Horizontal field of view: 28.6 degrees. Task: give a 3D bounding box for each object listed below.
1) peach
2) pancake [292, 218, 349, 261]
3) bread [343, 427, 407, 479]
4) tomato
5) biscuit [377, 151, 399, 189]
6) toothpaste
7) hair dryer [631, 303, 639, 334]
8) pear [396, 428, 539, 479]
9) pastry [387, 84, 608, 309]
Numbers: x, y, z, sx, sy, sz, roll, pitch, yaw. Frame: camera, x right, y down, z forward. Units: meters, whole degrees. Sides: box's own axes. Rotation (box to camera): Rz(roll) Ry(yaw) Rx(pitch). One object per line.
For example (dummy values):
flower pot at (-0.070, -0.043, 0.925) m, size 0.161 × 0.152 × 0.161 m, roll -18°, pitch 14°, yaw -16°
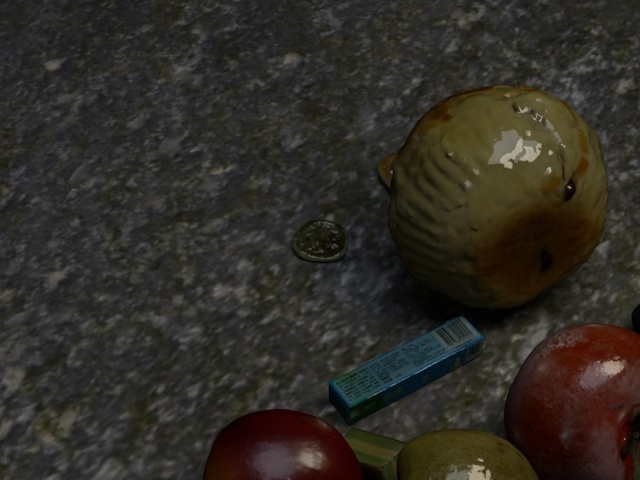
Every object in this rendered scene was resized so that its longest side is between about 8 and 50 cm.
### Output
peach at (-0.054, 0.351, 1.772) m, size 0.244 × 0.199 × 0.243 m, roll 3°, pitch 54°, yaw -5°
pancake at (0.000, -0.001, 2.244) m, size 0.108 × 0.017 × 0.108 m, roll 3°, pitch 48°, yaw -3°
bread at (0.082, 0.346, 1.908) m, size 0.074 × 0.084 × 0.139 m, roll -37°, pitch 26°, yaw -31°
tomato at (0.390, 0.251, 1.838) m, size 0.270 × 0.270 × 0.227 m, roll -32°, pitch 33°, yaw -28°
biscuit at (0.199, -0.088, 2.324) m, size 0.118 × 0.029 × 0.247 m, roll -21°, pitch 50°, yaw -21°
toothpaste at (0.140, 0.205, 2.021) m, size 0.267 × 0.050 × 0.065 m, roll -25°, pitch 52°, yaw -23°
hair dryer at (0.504, 0.183, 2.049) m, size 0.219 × 0.071 × 0.124 m, roll -23°, pitch 48°, yaw -11°
pear at (0.201, 0.377, 1.744) m, size 0.211 × 0.228 × 0.188 m, roll 10°, pitch 10°, yaw 2°
pastry at (0.286, -0.084, 2.082) m, size 0.389 × 0.388 × 0.312 m, roll -18°, pitch 41°, yaw -18°
